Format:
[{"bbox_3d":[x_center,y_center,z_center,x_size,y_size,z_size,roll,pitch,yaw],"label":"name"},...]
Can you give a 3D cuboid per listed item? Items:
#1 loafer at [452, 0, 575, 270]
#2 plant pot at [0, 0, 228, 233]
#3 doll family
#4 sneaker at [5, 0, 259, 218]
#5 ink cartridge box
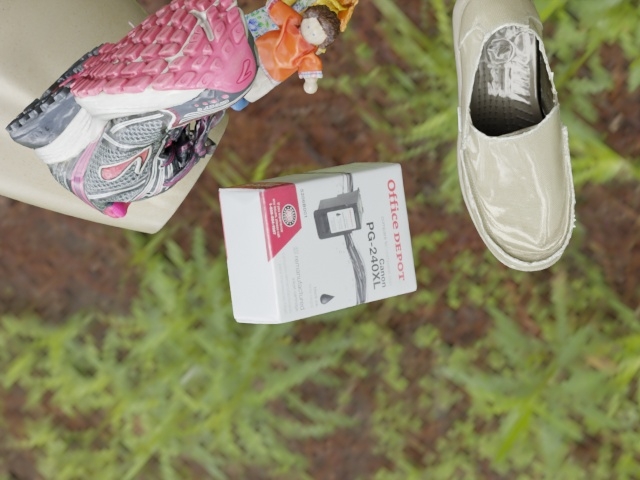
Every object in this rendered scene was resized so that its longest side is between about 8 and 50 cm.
[{"bbox_3d":[0.165,-0.091,1.669,0.102,0.092,0.268,-11,108,5],"label":"loafer"},{"bbox_3d":[-0.227,-0.130,1.668,0.274,0.256,0.256,33,137,-10],"label":"plant pot"},{"bbox_3d":[-0.047,-0.261,1.793,0.163,0.118,0.263,-32,86,33],"label":"doll family"},{"bbox_3d":[-0.115,-0.094,1.352,0.112,0.121,0.299,49,156,-13],"label":"sneaker"},{"bbox_3d":[0.000,0.000,1.539,0.063,0.150,0.109,0,99,51],"label":"ink cartridge box"}]
